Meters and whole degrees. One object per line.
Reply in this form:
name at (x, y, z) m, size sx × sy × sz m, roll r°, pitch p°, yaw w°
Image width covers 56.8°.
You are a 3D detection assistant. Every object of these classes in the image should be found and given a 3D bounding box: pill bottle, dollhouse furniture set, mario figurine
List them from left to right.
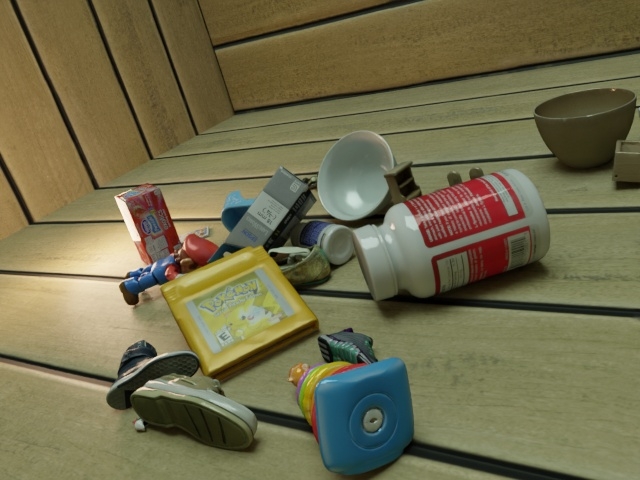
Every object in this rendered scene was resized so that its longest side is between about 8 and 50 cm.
mario figurine at (-0.431, 0.111, 1.786) m, size 0.320 × 0.170 × 0.198 m, roll -23°, pitch 58°, yaw 11°
pill bottle at (0.000, 0.000, 1.702) m, size 0.112 × 0.112 × 0.186 m, roll -31°, pitch 27°, yaw -31°
dollhouse furniture set at (0.330, -0.154, 1.718) m, size 0.242 × 0.161 × 0.212 m, roll -7°, pitch 21°, yaw 42°
pill bottle at (0.292, -0.003, 1.369) m, size 0.407 × 0.229 × 0.229 m, roll -18°, pitch 23°, yaw -3°

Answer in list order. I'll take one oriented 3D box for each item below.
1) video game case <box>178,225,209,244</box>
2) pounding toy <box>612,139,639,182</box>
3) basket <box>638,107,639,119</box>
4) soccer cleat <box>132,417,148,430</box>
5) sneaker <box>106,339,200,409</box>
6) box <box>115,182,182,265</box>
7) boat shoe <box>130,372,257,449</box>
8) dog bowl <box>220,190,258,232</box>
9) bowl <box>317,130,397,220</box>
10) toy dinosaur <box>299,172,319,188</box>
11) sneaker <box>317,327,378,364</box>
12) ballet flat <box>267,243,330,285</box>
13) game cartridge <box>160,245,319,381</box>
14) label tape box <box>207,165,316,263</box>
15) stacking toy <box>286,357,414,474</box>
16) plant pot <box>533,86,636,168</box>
video game case at (-0.469, -0.016, 2.176) m, size 0.122 × 0.011 × 0.087 m, roll -18°, pitch 23°, yaw -3°
pounding toy at (0.918, -0.218, 1.620) m, size 0.206 × 0.094 × 0.181 m, roll 7°, pitch 26°, yaw 25°
basket at (1.082, -0.366, 1.814) m, size 0.167 × 0.103 × 0.113 m, roll -12°, pitch 24°, yaw 11°
soccer cleat at (-0.357, 0.364, 1.239) m, size 0.035 × 0.029 × 0.083 m, roll 6°, pitch 34°, yaw 25°
sneaker at (-0.369, 0.273, 1.344) m, size 0.226 × 0.086 × 0.163 m, roll -25°, pitch 23°, yaw 9°
box at (-0.582, -0.053, 2.022) m, size 0.128 × 0.257 × 0.122 m, roll -29°, pitch 28°, yaw -27°
boat shoe at (-0.235, 0.316, 1.155) m, size 0.302 × 0.113 × 0.103 m, roll 6°, pitch 29°, yaw 32°
dog bowl at (-0.205, -0.085, 1.981) m, size 0.297 × 0.166 × 0.074 m, roll -4°, pitch 37°, yaw 27°
bowl at (0.143, -0.195, 1.925) m, size 0.297 × 0.298 × 0.134 m, roll 3°, pitch -10°, yaw 38°
toy dinosaur at (-0.048, -0.221, 2.296) m, size 0.268 × 0.064 × 0.118 m, roll -23°, pitch 10°, yaw -13°
sneaker at (0.085, 0.224, 1.192) m, size 0.098 × 0.083 × 0.223 m, roll -22°, pitch 23°, yaw -25°
ballet flat at (-0.149, 0.085, 1.611) m, size 0.348 × 0.123 × 0.123 m, roll -14°, pitch 23°, yaw 7°
game cartridge at (-0.202, 0.158, 1.425) m, size 0.285 × 0.053 × 0.324 m, roll -25°, pitch 47°, yaw -18°
label tape box at (-0.158, -0.033, 1.717) m, size 0.334 × 0.106 × 0.240 m, roll -54°, pitch -8°, yaw -1°
stacking toy at (0.016, 0.276, 1.061) m, size 0.175 × 0.166 × 0.302 m, roll -11°, pitch 8°, yaw -26°
plant pot at (0.809, -0.331, 1.806) m, size 0.284 × 0.191 × 0.284 m, roll -14°, pitch 24°, yaw 6°
